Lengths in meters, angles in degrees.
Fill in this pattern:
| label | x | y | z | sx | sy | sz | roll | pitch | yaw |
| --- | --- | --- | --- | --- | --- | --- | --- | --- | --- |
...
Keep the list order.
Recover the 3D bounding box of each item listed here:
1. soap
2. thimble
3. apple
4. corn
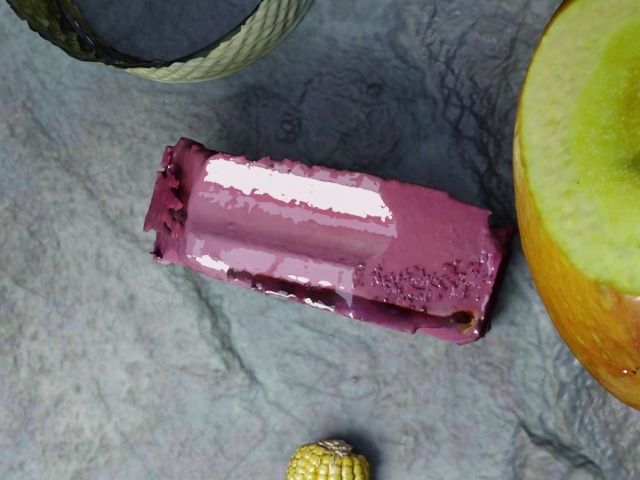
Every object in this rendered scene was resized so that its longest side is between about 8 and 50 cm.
| label | x | y | z | sx | sy | sz | roll | pitch | yaw |
| --- | --- | --- | --- | --- | --- | --- | --- | --- | --- |
| soap | 0.000 | 0.000 | 1.312 | 0.289 | 0.182 | 0.112 | 13 | 87 | 11 |
| thimble | -0.128 | -0.260 | 1.361 | 0.270 | 0.150 | 0.271 | 0 | 88 | 12 |
| apple | 0.308 | -0.056 | 1.152 | 0.374 | 0.384 | 0.374 | 1 | 79 | -3 |
| corn | -0.012 | 0.261 | 1.363 | 0.072 | 0.072 | 0.203 | 17 | 93 | 11 |
